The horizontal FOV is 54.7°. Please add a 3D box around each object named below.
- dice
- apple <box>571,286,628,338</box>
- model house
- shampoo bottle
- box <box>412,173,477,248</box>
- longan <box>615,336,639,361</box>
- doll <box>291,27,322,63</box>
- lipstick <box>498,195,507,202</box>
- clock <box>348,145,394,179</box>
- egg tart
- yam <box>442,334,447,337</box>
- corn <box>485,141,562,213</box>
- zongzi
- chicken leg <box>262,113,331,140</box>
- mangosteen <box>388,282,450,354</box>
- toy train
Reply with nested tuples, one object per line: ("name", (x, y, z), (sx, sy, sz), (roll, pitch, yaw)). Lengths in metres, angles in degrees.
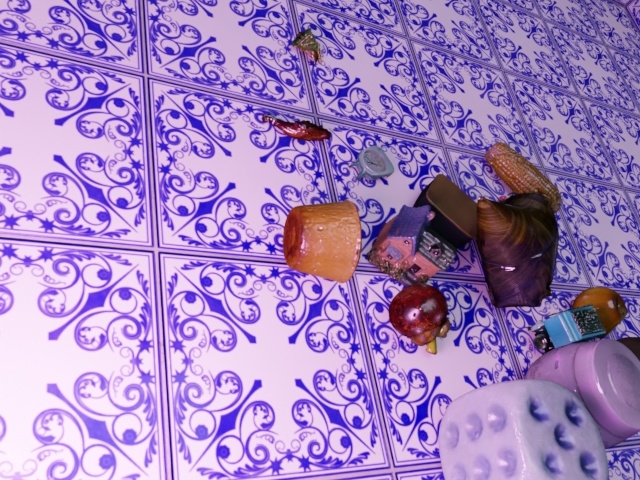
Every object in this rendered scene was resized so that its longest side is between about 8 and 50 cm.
("dice", (0.445, 0.476, 1.390), (0.262, 0.268, 0.264), (12, 56, -26))
("apple", (0.874, 0.224, 1.925), (0.163, 0.147, 0.146), (49, 48, 1))
("model house", (0.256, 0.011, 1.632), (0.183, 0.172, 0.166), (38, 46, -8))
("shampoo bottle", (0.689, 0.401, 1.604), (0.273, 0.266, 0.273), (18, 52, -25))
("box", (0.379, -0.082, 1.831), (0.201, 0.090, 0.144), (40, 47, -6))
("longan", (0.918, 0.379, 1.825), (0.198, 0.198, 0.212), (42, 35, -3))
("doll", (-0.024, -0.606, 1.913), (0.113, 0.076, 0.078), (33, 39, -13))
("lipstick", (0.634, -0.045, 2.012), (0.053, 0.053, 0.234), (0, 57, -34))
("clock", (0.145, -0.220, 1.798), (0.135, 0.041, 0.101), (-21, 75, -40))
("egg tart", (0.000, 0.000, 1.460), (0.147, 0.202, 0.202), (4, 59, -22))
("yam", (0.322, 0.206, 1.651), (0.021, 0.021, 0.116), (16, 52, -25))
("corn", (0.700, -0.209, 2.117), (0.322, 0.119, 0.119), (46, 47, 0))
("zongzi", (0.546, -0.081, 1.757), (0.432, 0.208, 0.403), (58, 41, -34))
("chicken leg", (-0.060, -0.312, 1.716), (0.205, 0.053, 0.093), (8, 34, -38))
("mangosteen", (0.261, 0.193, 1.532), (0.181, 0.146, 0.156), (48, 44, 2))
("toy train", (0.715, 0.260, 1.785), (0.203, 0.163, 0.112), (-7, 67, -37))
